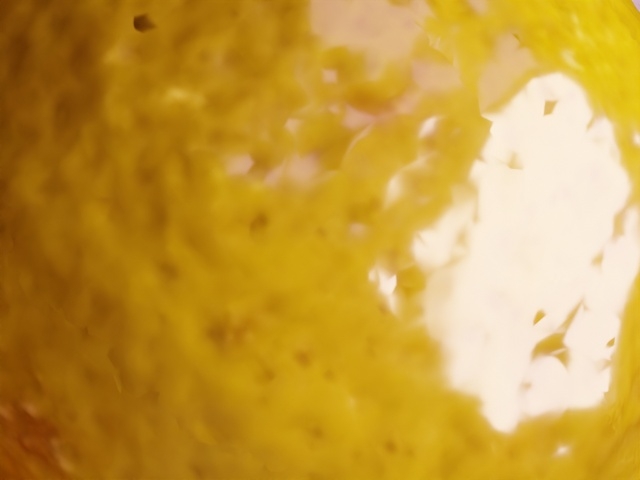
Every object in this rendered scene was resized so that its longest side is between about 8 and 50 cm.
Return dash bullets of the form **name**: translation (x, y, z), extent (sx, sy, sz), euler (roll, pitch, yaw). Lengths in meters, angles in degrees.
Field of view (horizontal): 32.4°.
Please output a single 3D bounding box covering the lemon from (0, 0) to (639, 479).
- **lemon**: translation (0.000, 0.000, 0.483), extent (0.349, 0.350, 0.387), euler (-18, 61, -42)
